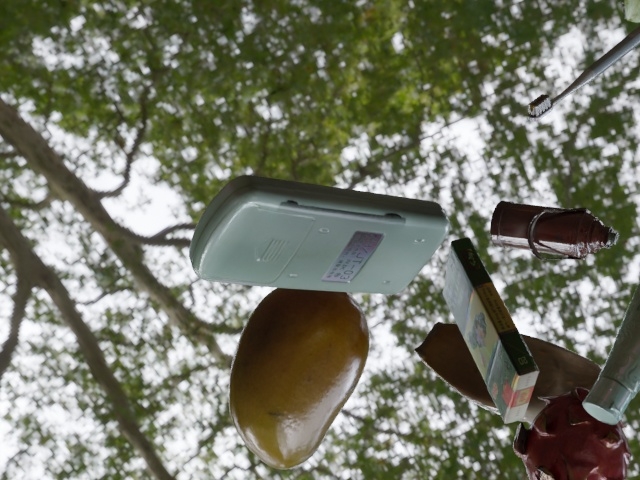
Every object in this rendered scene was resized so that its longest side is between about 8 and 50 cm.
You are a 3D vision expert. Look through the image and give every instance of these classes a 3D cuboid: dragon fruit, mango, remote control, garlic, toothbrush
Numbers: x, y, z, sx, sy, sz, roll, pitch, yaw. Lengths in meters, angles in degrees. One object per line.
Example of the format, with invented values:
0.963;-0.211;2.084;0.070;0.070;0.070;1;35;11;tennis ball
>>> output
0.298;0.258;1.096;0.136;0.165;0.133;-4;167;-4;dragon fruit
-0.040;0.213;1.520;0.173;0.211;0.317;3;-108;67;mango
0.000;0.000;1.035;0.140;0.296;0.056;-57;-137;33;remote control
0.305;0.220;1.521;0.318;0.112;0.143;17;-113;21;garlic
0.449;-0.283;1.517;0.342;0.030;0.025;-35;-139;-26;toothbrush

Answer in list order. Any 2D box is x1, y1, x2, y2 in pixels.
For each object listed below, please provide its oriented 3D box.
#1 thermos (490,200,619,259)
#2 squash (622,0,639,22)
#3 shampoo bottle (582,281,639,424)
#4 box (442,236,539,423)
0.447;-0.019;1.759;0.232;0.098;0.124;8;-164;34;thermos
0.428;-0.400;1.244;0.075;0.200;0.090;23;-148;24;squash
0.309;0.089;0.881;0.069;0.041;0.190;25;-113;35;shampoo bottle
0.233;0.123;1.307;0.034;0.132;0.235;-14;-127;-11;box
